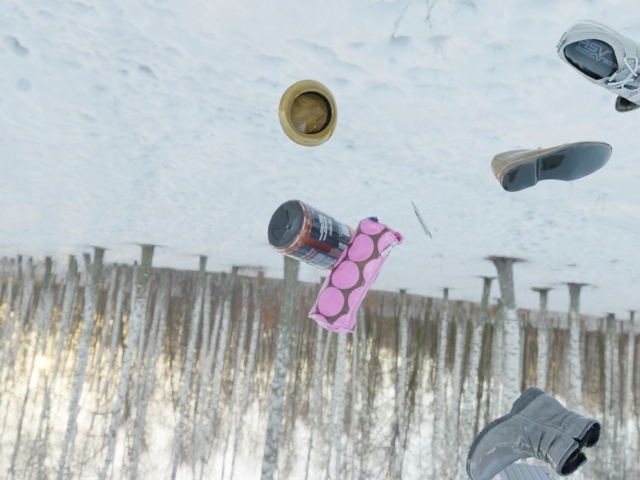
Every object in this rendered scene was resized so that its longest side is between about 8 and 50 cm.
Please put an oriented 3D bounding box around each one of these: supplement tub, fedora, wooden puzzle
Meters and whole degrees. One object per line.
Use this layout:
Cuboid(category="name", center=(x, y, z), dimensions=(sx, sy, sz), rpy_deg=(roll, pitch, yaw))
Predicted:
Cuboid(category="supplement tub", center=(0.000, 0.000, 1.004), dimensions=(0.106, 0.106, 0.198), rpy_deg=(-2, 161, 44))
Cuboid(category="fedora", center=(-0.044, -0.349, 1.448), dimensions=(0.194, 0.194, 0.079), rpy_deg=(13, 178, -33))
Cuboid(category="wooden puzzle", center=(0.189, -0.037, 0.978), dimensions=(0.006, 0.083, 0.049), rpy_deg=(-27, -170, 14))

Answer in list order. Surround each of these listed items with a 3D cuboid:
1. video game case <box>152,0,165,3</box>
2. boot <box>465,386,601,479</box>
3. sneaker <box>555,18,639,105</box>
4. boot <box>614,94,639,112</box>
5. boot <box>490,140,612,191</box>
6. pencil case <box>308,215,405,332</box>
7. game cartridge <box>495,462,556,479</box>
Cuboid(category="video game case", center=(-0.201, -0.572, 1.072), dimensions=(0.204, 0.285, 0.025), rpy_deg=(-1, 134, 23))
Cuboid(category="boot", center=(0.560, 0.558, 1.391), dimensions=(0.118, 0.338, 0.223), rpy_deg=(46, 173, -25))
Cuboid(category="sneaker", center=(0.512, -0.268, 0.857), dimensions=(0.281, 0.105, 0.115), rpy_deg=(34, -133, 25))
Cuboid(category="boot", center=(0.757, -0.382, 1.232), dimensions=(0.076, 0.208, 0.189), rpy_deg=(25, 167, 15))
Cuboid(category="boot", center=(0.596, -0.216, 1.357), dimensions=(0.305, 0.112, 0.115), rpy_deg=(-11, -144, -2))
Cuboid(category="pencil case", center=(0.065, 0.064, 0.909), dimensions=(0.098, 0.209, 0.095), rpy_deg=(23, 173, 46))
Cuboid(category="game cartridge", center=(0.645, 0.799, 1.462), dimensions=(0.230, 0.068, 0.355), rpy_deg=(13, -149, -24))
